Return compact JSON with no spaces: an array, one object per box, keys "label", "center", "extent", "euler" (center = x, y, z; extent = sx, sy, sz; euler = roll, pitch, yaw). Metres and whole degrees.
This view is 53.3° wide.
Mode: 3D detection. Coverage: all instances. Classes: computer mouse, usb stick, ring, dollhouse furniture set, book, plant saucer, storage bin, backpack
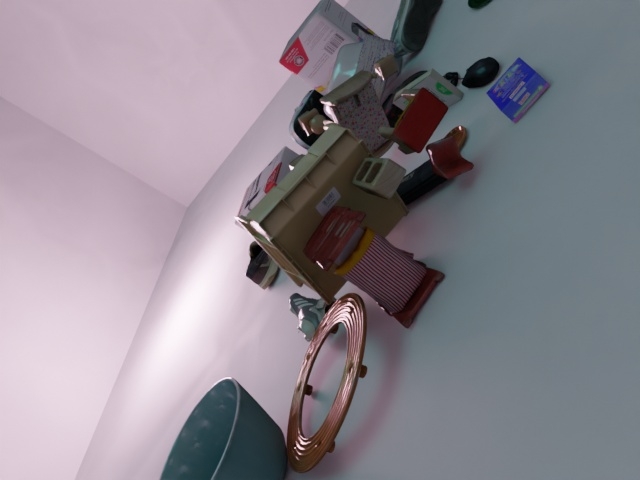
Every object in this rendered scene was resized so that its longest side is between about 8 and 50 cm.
[{"label":"computer mouse","center":[0.325,-0.378,1.444],"extent":[0.071,0.041,0.242],"euler":[-60,19,-2]},{"label":"usb stick","center":[0.190,-0.113,1.363],"extent":[0.278,0.045,0.077],"euler":[-34,31,50]},{"label":"ring","center":[0.015,0.258,1.173],"extent":[0.336,0.032,0.337],"euler":[-159,90,-77]},{"label":"dollhouse furniture set","center":[0.127,-0.210,1.501],"extent":[0.355,0.303,0.173],"euler":[-39,35,-17]},{"label":"book","center":[0.249,-0.334,1.480],"extent":[0.144,0.096,0.035],"euler":[-25,38,59]},{"label":"plant saucer","center":[0.276,-0.202,1.337],"extent":[0.083,0.013,0.083],"euler":[-48,21,25]},{"label":"storage bin","center":[0.006,-0.056,1.258],"extent":[0.262,0.260,0.123],"euler":[-48,40,-10]},{"label":"dollhouse furniture set","center":[0.156,-0.065,1.143],"extent":[0.374,0.201,0.152],"euler":[-57,19,-1]},{"label":"backpack","center":[-0.014,-0.386,2.094],"extent":[0.188,0.165,0.144],"euler":[-59,18,-13]}]

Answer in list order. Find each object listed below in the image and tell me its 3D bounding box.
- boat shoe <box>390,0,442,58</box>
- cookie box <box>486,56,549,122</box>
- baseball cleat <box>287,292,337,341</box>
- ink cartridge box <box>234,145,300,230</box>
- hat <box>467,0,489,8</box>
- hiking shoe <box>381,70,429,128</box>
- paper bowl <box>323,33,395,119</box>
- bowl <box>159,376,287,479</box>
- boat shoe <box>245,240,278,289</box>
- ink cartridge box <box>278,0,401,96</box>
[{"label":"boat shoe","center":[0.282,-0.689,1.916],"extent":[0.103,0.118,0.321],"euler":[-17,52,56]},{"label":"cookie box","center":[0.367,-0.282,1.194],"extent":[0.092,0.040,0.107],"euler":[-49,21,23]},{"label":"baseball cleat","center":[-0.011,0.156,1.442],"extent":[0.109,0.072,0.206],"euler":[-42,26,4]},{"label":"ink cartridge box","center":[-0.169,-0.163,2.213],"extent":[0.273,0.114,0.197],"euler":[-42,25,41]},{"label":"hat","center":[0.376,-0.705,1.597],"extent":[0.173,0.183,0.209],"euler":[-49,21,24]},{"label":"hiking shoe","center":[0.204,-0.359,1.641],"extent":[0.227,0.086,0.114],"euler":[-46,26,33]},{"label":"paper bowl","center":[0.100,-0.431,1.779],"extent":[0.284,0.148,0.285],"euler":[-165,90,-89]},{"label":"bowl","center":[-0.179,0.444,1.244],"extent":[0.311,0.163,0.312],"euler":[-48,22,27]},{"label":"boat shoe","center":[-0.175,0.032,1.966],"extent":[0.103,0.092,0.285],"euler":[-46,23,32]},{"label":"ink cartridge box","center":[0.062,-0.559,1.958],"extent":[0.226,0.306,0.131],"euler":[-40,26,41]}]
